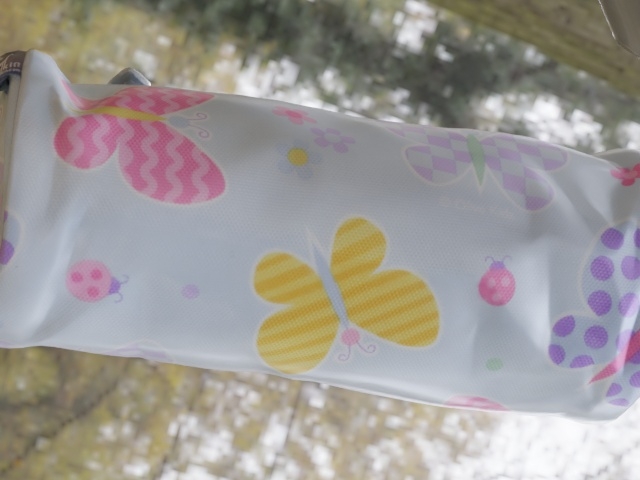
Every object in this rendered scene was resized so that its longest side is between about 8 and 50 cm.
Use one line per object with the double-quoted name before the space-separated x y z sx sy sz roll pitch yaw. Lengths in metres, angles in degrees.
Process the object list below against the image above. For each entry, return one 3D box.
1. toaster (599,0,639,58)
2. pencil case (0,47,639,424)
"toaster" 0.173 -0.124 0.583 0.168 0.110 0.185 -36 -139 -10
"pencil case" 0.000 0.000 0.703 0.124 0.273 0.113 -105 -154 -66
